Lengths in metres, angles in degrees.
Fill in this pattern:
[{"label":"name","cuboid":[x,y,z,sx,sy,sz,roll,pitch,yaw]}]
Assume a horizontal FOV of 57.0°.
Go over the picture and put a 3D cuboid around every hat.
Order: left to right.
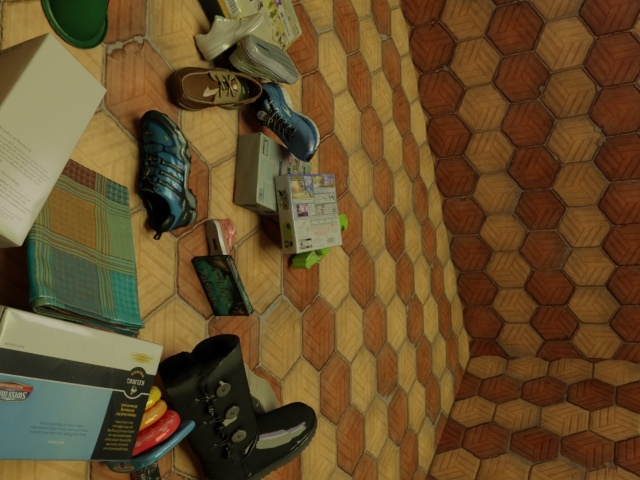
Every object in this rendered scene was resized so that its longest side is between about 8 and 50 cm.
[{"label":"hat","cuboid":[-0.470,-0.537,1.266,0.173,0.183,0.209,-28,111,-58]}]

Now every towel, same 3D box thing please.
[{"label":"towel","cuboid":[-0.479,-0.002,1.207,0.271,0.040,0.371,33,37,-56]}]

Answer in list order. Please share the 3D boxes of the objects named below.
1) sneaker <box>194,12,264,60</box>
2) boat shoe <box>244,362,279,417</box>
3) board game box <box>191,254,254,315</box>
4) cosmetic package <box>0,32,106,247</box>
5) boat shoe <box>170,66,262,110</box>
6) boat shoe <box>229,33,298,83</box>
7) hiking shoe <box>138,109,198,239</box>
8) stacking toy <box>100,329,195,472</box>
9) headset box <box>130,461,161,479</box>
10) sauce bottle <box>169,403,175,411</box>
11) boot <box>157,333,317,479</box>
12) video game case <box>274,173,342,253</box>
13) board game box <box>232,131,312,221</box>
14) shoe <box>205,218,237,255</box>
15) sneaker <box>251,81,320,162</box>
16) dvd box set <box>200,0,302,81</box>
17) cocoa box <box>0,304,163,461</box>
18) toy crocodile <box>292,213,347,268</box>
[{"label":"sneaker","cuboid":[-0.259,-0.605,1.679,0.212,0.080,0.094,-37,107,-10]},{"label":"boat shoe","cuboid":[-0.216,0.449,1.722,0.335,0.095,0.112,61,18,-44]},{"label":"board game box","cuboid":[-0.267,0.125,1.612,0.026,0.126,0.186,-51,129,-51]},{"label":"cosmetic package","cuboid":[-0.562,-0.172,1.048,0.155,0.196,0.366,49,44,-46]},{"label":"boat shoe","cuboid":[-0.282,-0.434,1.659,0.324,0.119,0.123,-26,109,-59]},{"label":"boat shoe","cuboid":[-0.168,-0.534,1.781,0.302,0.094,0.109,8,58,-64]},{"label":"hiking shoe","cuboid":[-0.387,-0.164,1.444,0.132,0.113,0.304,-38,119,-57]},{"label":"stacking toy","cuboid":[-0.426,0.337,1.301,0.165,0.175,0.302,-30,101,-56]},{"label":"headset box","cuboid":[-0.414,0.547,1.391,0.062,0.032,0.083,-26,108,-60]},{"label":"sauce bottle","cuboid":[-0.355,0.376,1.507,0.042,0.042,0.128,42,52,-51]},{"label":"boot","cuboid":[-0.195,0.418,1.546,0.367,0.146,0.446,-33,124,-31]},{"label":"video game case","cuboid":[-0.035,-0.091,1.911,0.269,0.061,0.245,-9,94,-56]},{"label":"board game box","cuboid":[-0.147,-0.188,1.899,0.303,0.097,0.224,22,68,-57]},{"label":"shoe","cuboid":[-0.272,0.025,1.678,0.081,0.063,0.178,-13,94,-56]},{"label":"sneaker","cuboid":[-0.130,-0.367,1.838,0.147,0.130,0.330,-11,55,-48]},{"label":"dvd box set","cuboid":[-0.208,-0.721,1.889,0.308,0.062,0.421,66,35,-33]},{"label":"cocoa box","cuboid":[-0.503,0.252,1.047,0.347,0.231,0.228,33,65,-55]},{"label":"toy crocodile","cuboid":[0.000,0.000,2.118,0.341,0.115,0.105,-57,134,-47]}]
